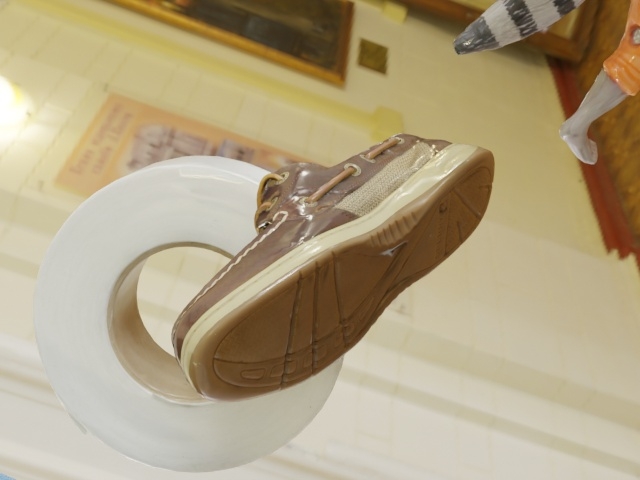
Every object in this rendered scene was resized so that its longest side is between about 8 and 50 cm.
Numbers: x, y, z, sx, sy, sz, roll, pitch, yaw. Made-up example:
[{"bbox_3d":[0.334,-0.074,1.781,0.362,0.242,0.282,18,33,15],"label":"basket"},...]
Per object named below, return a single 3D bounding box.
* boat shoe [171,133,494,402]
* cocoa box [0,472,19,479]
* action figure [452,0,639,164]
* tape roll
[{"bbox_3d":[0.000,0.000,0.750,0.342,0.123,0.123,-36,-37,-35],"label":"boat shoe"},{"bbox_3d":[-0.305,0.279,0.683,0.231,0.347,0.227,-28,37,54],"label":"cocoa box"},{"bbox_3d":[0.270,-0.182,0.635,0.330,0.179,0.341,-37,60,39],"label":"action figure"},{"bbox_3d":[-0.115,0.066,0.879,0.100,0.286,0.286,-77,8,-79],"label":"tape roll"}]
